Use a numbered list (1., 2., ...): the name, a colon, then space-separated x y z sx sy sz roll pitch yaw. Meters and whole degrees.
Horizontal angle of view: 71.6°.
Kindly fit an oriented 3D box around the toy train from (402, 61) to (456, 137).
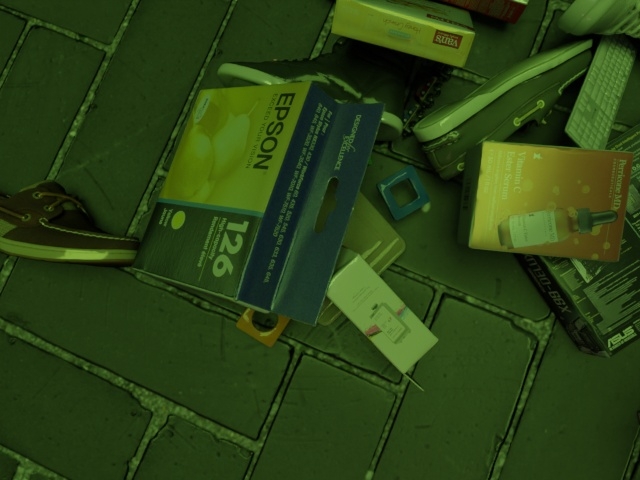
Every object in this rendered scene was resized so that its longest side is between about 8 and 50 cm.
1. toy train: 0.169 -0.234 0.705 0.036 0.027 0.158 32 86 11

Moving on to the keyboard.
1. keyboard: 0.407 -0.221 0.638 0.072 0.014 0.256 41 65 -19

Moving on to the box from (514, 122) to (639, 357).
1. box: 0.446 -0.020 0.633 0.307 0.076 0.243 -33 82 0

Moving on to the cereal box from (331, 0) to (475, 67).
1. cereal box: 0.124 -0.310 0.626 0.172 0.240 0.048 17 124 5

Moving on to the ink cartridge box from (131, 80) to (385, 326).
1. ink cartridge box: -0.098 -0.069 0.605 0.307 0.072 0.304 8 74 37

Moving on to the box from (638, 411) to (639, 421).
1. box: 0.513 0.271 0.501 0.128 0.257 0.123 -9 80 3

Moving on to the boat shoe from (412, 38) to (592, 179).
1. boat shoe: 0.279 -0.198 0.657 0.304 0.109 0.091 -31 106 -9

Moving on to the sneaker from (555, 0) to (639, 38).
1. sneaker: 0.464 -0.316 0.616 0.292 0.108 0.169 -35 84 -26

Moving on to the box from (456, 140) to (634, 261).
1. box: 0.270 -0.049 0.555 0.170 0.091 0.130 5 94 7

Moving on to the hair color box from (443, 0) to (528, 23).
1. hair color box: 0.240 -0.409 0.676 0.167 0.053 0.093 22 85 5

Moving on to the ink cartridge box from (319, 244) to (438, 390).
1. ink cartridge box: 0.079 0.100 0.602 0.067 0.115 0.198 -43 103 -3

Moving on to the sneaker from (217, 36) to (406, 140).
1. sneaker: -0.003 -0.261 0.690 0.295 0.104 0.147 15 80 3

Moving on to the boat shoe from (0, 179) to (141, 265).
1. boat shoe: -0.431 -0.035 0.684 0.341 0.123 0.123 10 85 12

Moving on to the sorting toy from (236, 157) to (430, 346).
1. sorting toy: 0.000 0.000 0.666 0.347 0.047 0.196 -44 98 -3
